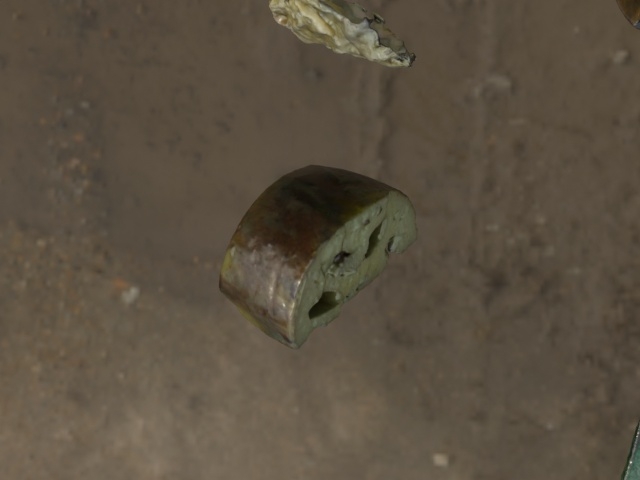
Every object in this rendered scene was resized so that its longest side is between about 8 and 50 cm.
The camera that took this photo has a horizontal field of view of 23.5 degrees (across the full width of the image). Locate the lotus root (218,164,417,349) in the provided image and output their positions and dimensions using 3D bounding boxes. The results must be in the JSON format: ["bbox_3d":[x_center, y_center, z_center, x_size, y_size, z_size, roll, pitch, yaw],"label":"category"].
[{"bbox_3d":[0.000,0.000,1.603,0.119,0.235,0.138,26,128,25],"label":"lotus root"}]

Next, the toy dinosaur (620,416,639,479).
[{"bbox_3d":[0.314,0.251,1.495,0.076,0.382,0.129,20,-167,31],"label":"toy dinosaur"}]

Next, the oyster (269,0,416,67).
[{"bbox_3d":[0.015,-0.225,1.601,0.072,0.209,0.133,-55,156,13],"label":"oyster"}]

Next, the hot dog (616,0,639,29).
[{"bbox_3d":[0.322,-0.407,1.746,0.107,0.326,0.194,7,134,-18],"label":"hot dog"}]
